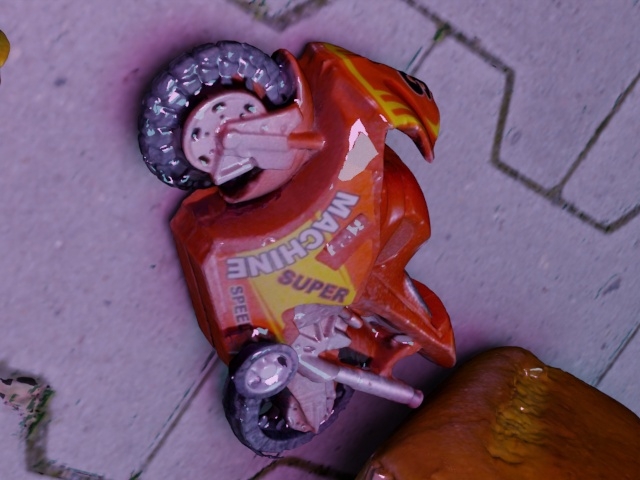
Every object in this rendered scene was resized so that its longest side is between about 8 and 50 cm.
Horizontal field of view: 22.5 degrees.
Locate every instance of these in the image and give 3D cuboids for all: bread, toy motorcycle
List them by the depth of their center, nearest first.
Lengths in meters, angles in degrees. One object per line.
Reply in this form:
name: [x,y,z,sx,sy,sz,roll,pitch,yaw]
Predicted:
toy motorcycle: [-0.002,0.000,0.884,0.171,0.089,0.298,-32,137,-19]
bread: [0.115,0.166,0.996,0.288,0.204,0.156,-35,146,-71]

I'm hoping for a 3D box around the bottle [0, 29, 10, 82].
bottle: [-0.157,-0.141,0.669,0.069,0.069,0.187,-19,132,-29]
